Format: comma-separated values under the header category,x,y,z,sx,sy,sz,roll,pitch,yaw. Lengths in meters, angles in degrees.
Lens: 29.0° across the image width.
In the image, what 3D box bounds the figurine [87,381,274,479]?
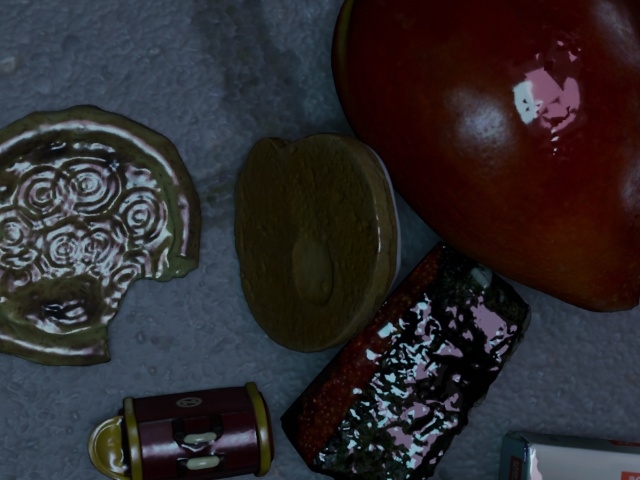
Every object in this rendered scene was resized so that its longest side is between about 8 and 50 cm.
category,x,y,z,sx,sy,sz,roll,pitch,yaw
figurine,-0.114,0.171,1.026,0.154,0.098,0.082,-6,92,-12

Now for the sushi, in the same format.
category,x,y,z,sx,sy,sz,roll,pitch,yaw
sushi,0.078,0.116,1.041,0.126,0.136,0.225,40,86,3

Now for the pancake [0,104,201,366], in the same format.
category,x,y,z,sx,sy,sz,roll,pitch,yaw
pancake,-0.215,-0.006,1.053,0.212,0.029,0.235,37,80,-4

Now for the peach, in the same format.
category,x,y,z,sx,sy,sz,roll,pitch,yaw
peach,0.138,-0.099,0.968,0.257,0.201,0.362,-28,81,35

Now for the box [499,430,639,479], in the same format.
category,x,y,z,sx,sy,sz,roll,pitch,yaw
box,0.217,0.305,1.080,0.135,0.079,0.269,8,86,-9

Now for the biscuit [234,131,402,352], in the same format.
category,x,y,z,sx,sy,sz,roll,pitch,yaw
biscuit,0.000,0.000,1.007,0.049,0.208,0.181,-2,88,-37
